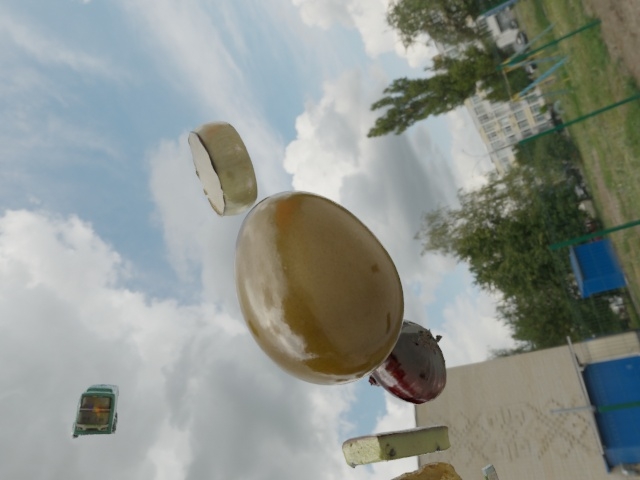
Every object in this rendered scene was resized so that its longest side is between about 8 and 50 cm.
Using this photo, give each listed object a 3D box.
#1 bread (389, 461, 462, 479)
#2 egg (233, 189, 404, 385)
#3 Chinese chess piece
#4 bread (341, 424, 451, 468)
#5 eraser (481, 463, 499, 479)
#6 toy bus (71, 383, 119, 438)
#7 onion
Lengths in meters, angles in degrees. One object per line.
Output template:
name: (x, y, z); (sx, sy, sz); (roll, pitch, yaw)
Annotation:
bread: (0.130, 0.425, 0.751); (0.211, 0.083, 0.113); (-10, -82, -22)
egg: (-0.009, 0.070, 0.777); (0.322, 0.250, 0.250); (58, -154, 9)
Chinese chess piece: (-0.263, -0.190, 1.311); (0.104, 0.257, 0.257); (-22, -87, -21)
bread: (0.219, 0.572, 1.370); (0.361, 0.138, 0.077); (16, -124, -45)
eraser: (0.518, 0.725, 1.476); (0.038, 0.019, 0.083); (-14, -101, -27)
toy bus: (-0.509, 0.387, 1.120); (0.091, 0.262, 0.109); (7, -104, -21)
onion: (0.220, 0.356, 1.394); (0.273, 0.285, 0.273); (39, -158, -19)
